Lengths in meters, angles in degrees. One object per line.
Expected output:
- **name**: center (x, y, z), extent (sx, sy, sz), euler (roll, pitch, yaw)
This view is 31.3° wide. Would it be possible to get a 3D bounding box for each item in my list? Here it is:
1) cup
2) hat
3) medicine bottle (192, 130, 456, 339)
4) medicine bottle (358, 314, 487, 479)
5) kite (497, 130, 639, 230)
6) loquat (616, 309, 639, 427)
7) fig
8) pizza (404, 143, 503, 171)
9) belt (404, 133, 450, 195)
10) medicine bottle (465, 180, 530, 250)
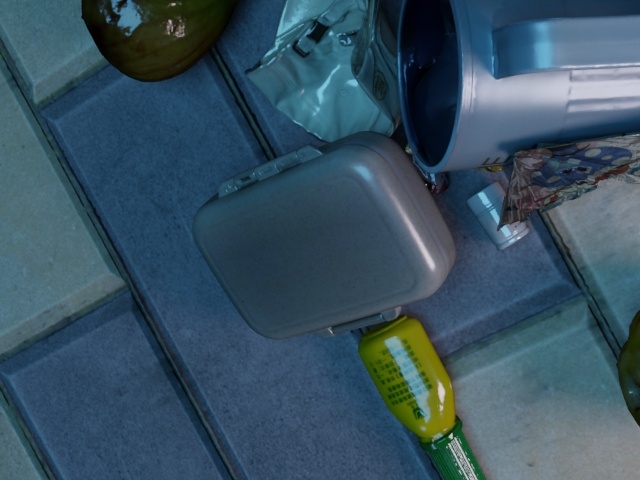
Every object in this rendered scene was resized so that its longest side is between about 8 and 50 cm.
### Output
- **cup**: center (0.284, -0.239, 1.402), extent (0.311, 0.331, 0.256), euler (-4, 64, -12)
- **hat**: center (0.053, -0.291, 1.628), extent (0.258, 0.168, 0.301), euler (12, 82, 50)
- **medicine bottle**: center (0.000, 0.000, 1.652), extent (0.375, 0.123, 0.282), euler (-20, 107, 38)
- **medicine bottle**: center (0.165, 0.263, 1.725), extent (0.111, 0.076, 0.309), euler (-27, 90, 29)
- **kite**: center (0.358, -0.088, 1.453), extent (0.406, 0.368, 0.014), euler (-26, 66, 42)
- **loquat**: center (0.520, 0.168, 1.507), extent (0.244, 0.244, 0.244), euler (4, 102, 19)
- **fig**: center (-0.181, -0.347, 1.670), extent (0.321, 0.217, 0.217), euler (-9, 98, 8)
- **pizza**: center (0.181, -0.169, 1.585), extent (0.036, 0.176, 0.184), euler (-6, 100, 52)
- **belt**: center (0.150, -0.181, 1.652), extent (0.071, 0.053, 0.232), euler (1, 101, 12)
- **medicine bottle**: center (0.255, -0.035, 1.641), extent (0.057, 0.057, 0.089), euler (-35, 88, 23)
